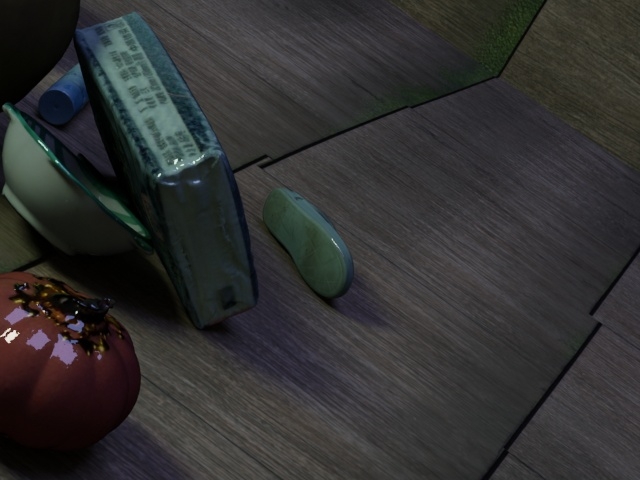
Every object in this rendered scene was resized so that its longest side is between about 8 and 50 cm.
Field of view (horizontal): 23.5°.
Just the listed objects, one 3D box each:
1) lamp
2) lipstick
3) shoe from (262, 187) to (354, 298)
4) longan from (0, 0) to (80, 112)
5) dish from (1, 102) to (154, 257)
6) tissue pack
[{"bbox_3d":[-0.239,0.097,1.331,0.182,0.140,0.182,27,17,-9],"label":"lamp"},{"bbox_3d":[-0.319,-0.192,1.980,0.048,0.048,0.158,31,21,-4],"label":"lipstick"},{"bbox_3d":[0.000,0.000,1.956,0.078,0.079,0.195,2,32,-40],"label":"shoe"},{"bbox_3d":[-0.424,-0.286,1.689,0.319,0.319,0.319,28,21,-12],"label":"longan"},{"bbox_3d":[-0.274,-0.044,1.645,0.224,0.078,0.246,44,1,1],"label":"dish"},{"bbox_3d":[-0.170,-0.084,1.715,0.103,0.228,0.315,-20,43,-12],"label":"tissue pack"}]
